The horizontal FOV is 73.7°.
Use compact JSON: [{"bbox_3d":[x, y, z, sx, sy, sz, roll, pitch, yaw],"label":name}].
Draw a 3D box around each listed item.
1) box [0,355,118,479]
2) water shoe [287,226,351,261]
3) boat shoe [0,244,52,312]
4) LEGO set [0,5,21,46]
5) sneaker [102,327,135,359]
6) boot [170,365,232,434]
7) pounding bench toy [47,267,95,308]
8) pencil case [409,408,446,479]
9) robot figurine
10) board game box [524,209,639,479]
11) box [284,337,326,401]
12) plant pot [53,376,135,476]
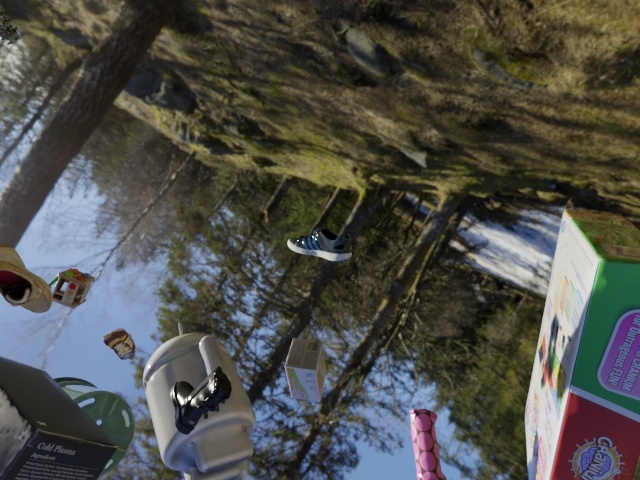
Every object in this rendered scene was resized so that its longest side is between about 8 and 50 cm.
[{"bbox_3d":[-0.611,0.422,0.778,0.343,0.312,0.179,19,159,35],"label":"box"},{"bbox_3d":[0.000,0.000,1.131,0.203,0.080,0.073,12,-167,36],"label":"water shoe"},{"bbox_3d":[-0.512,0.082,0.723,0.170,0.063,0.059,87,158,-50],"label":"boat shoe"},{"bbox_3d":[-0.446,-0.296,0.595,0.024,0.054,0.083,8,-153,-1],"label":"LEGO set"},{"bbox_3d":[-0.653,0.348,1.410,0.083,0.070,0.185,57,167,16],"label":"sneaker"},{"bbox_3d":[-0.201,0.253,0.720,0.045,0.099,0.121,44,-179,-29],"label":"boot"},{"bbox_3d":[-0.518,0.088,0.868,0.083,0.065,0.052,23,-174,-7],"label":"pounding bench toy"},{"bbox_3d":[0.332,0.630,1.316,0.098,0.209,0.095,11,152,-24],"label":"pencil case"},{"bbox_3d":[-0.273,0.353,0.950,0.200,0.299,0.353,6,-146,-40],"label":"robot figurine"},{"bbox_3d":[0.294,0.141,0.482,0.064,0.316,0.242,9,-162,21],"label":"board game box"},{"bbox_3d":[-0.045,0.436,1.430,0.103,0.114,0.203,5,133,11],"label":"box"},{"bbox_3d":[-0.801,0.623,1.394,0.334,0.341,0.341,-16,146,41],"label":"plant pot"}]
